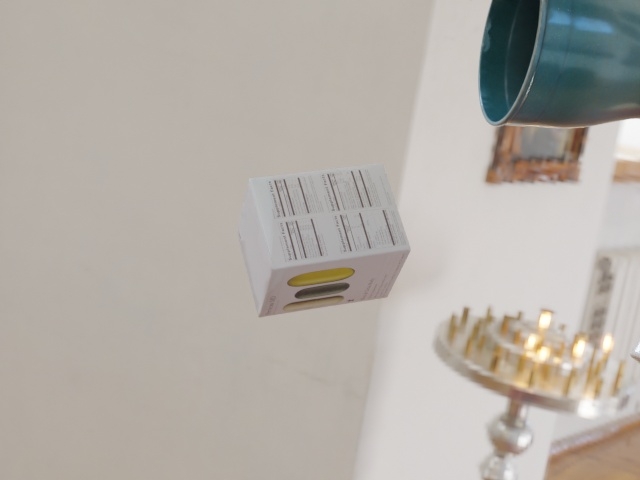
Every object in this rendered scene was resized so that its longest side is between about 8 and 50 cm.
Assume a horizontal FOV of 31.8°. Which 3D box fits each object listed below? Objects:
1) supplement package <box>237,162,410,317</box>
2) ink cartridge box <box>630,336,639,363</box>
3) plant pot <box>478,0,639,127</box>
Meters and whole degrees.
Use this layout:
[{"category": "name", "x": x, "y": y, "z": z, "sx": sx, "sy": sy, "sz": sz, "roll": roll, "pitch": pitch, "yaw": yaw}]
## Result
[{"category": "supplement package", "x": 0.000, "y": 0.000, "z": 2.116, "sx": 0.263, "sy": 0.198, "sz": 0.199, "roll": -8, "pitch": -28, "yaw": -16}, {"category": "ink cartridge box", "x": 0.560, "y": 0.126, "z": 1.395, "sx": 0.115, "sy": 0.198, "sz": 0.273, "roll": 40, "pitch": -10, "yaw": -32}, {"category": "plant pot", "x": 0.407, "y": -0.291, "z": 1.727, "sx": 0.255, "sy": 0.271, "sz": 0.271, "roll": 8, "pitch": 12, "yaw": -9}]
